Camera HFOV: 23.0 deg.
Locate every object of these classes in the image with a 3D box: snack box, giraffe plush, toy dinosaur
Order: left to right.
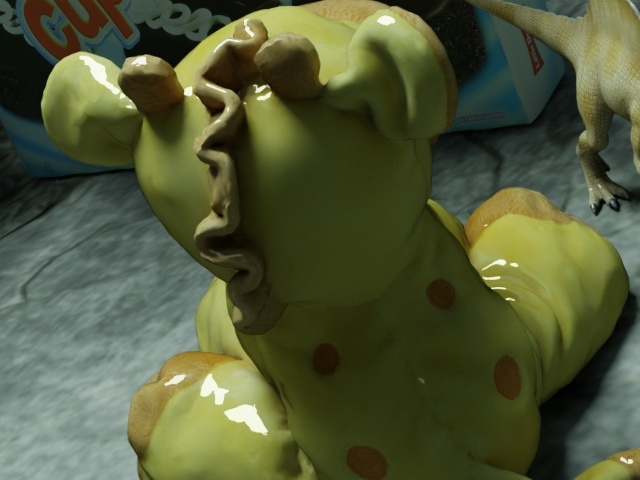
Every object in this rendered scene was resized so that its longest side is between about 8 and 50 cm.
[{"bbox_3d":[-0.056,-0.134,0.781,0.322,0.187,0.060,-4,31,35],"label":"snack box"},{"bbox_3d":[0.000,0.000,0.494,0.181,0.170,0.210,-20,26,6],"label":"giraffe plush"},{"bbox_3d":[0.116,-0.060,0.603,0.053,0.093,0.183,-27,26,-9],"label":"toy dinosaur"}]
